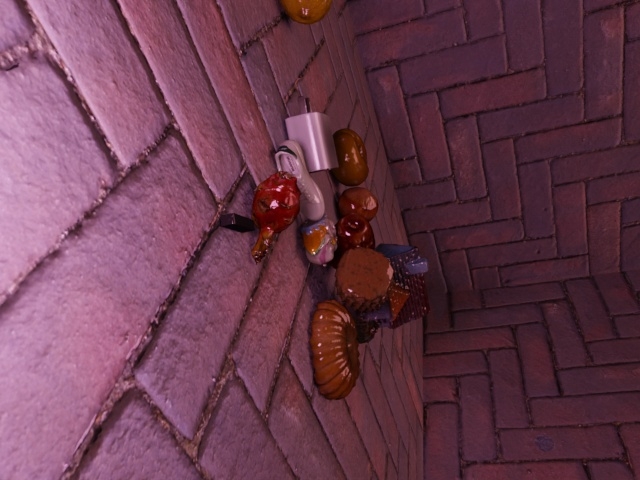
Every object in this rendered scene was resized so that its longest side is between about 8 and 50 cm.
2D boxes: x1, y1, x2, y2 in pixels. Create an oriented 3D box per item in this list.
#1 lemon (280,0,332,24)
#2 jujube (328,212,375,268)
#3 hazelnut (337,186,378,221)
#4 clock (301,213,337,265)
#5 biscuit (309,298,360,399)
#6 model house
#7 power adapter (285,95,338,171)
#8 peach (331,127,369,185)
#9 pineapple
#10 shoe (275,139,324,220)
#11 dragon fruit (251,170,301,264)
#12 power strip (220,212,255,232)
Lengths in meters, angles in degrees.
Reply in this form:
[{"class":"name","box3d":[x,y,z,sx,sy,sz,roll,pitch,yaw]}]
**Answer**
[{"class":"lemon","box3d":[-0.049,-0.878,1.769,0.192,0.193,0.230,56,33,-53]},{"class":"jujube","box3d":[0.107,0.005,1.760,0.255,0.190,0.189,102,-11,-64]},{"class":"hazelnut","box3d":[0.160,-0.138,2.088,0.182,0.182,0.181,-9,90,-73]},{"class":"clock","box3d":[0.000,0.000,1.614,0.231,0.103,0.144,-56,126,-67]},{"class":"biscuit","box3d":[0.058,0.354,1.624,0.326,0.107,0.325,-6,90,-72]},{"class":"model house","box3d":[0.289,0.214,2.030,0.297,0.340,0.359,-63,140,-65]},{"class":"power adapter","box3d":[-0.033,-0.351,1.662,0.187,0.124,0.255,-34,113,-73]},{"class":"peach","box3d":[0.119,-0.353,2.107,0.251,0.153,0.250,-8,90,-80]},{"class":"pineapple","box3d":[0.141,0.165,1.709,0.362,0.202,0.201,91,-3,-67]},{"class":"shoe","box3d":[-0.071,-0.169,1.505,0.264,0.095,0.110,67,20,-14]},{"class":"dragon fruit","box3d":[-0.123,-0.056,1.249,0.125,0.126,0.245,73,29,-67]},{"class":"power strip","box3d":[-0.189,-0.040,1.144,0.111,0.038,0.029,23,59,-71]}]
